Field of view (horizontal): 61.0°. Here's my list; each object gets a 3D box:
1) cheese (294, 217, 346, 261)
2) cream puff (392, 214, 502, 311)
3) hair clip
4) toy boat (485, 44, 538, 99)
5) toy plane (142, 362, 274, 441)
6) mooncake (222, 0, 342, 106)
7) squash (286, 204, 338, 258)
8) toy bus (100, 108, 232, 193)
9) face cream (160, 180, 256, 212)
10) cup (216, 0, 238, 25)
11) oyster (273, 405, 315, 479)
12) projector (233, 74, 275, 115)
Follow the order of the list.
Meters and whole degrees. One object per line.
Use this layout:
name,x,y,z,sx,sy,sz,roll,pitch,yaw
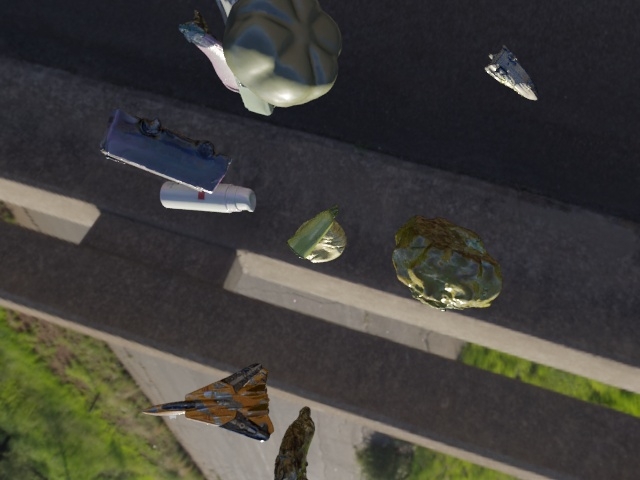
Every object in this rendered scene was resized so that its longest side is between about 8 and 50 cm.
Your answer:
cheese,0.000,0.000,2.497,0.226,0.117,0.214,-30,115,20
cream puff,0.290,0.068,1.291,0.282,0.282,0.185,20,112,-1
hair clip,-0.324,-0.599,1.784,0.110,0.095,0.358,-29,145,8
toy boat,0.578,-0.480,1.604,0.210,0.066,0.084,35,97,-22
toy plane,-0.284,0.425,1.386,0.316,0.204,0.103,-6,148,-7
mooncake,-0.072,-0.425,1.173,0.275,0.275,0.135,41,150,-26
squash,-0.015,-0.042,1.913,0.094,0.224,0.094,43,-178,-1
toy bus,-0.394,-0.226,1.406,0.317,0.137,0.112,21,178,-30
face cream,-0.389,-0.152,1.904,0.346,0.102,0.102,4,140,18
cup,-0.224,-0.846,1.628,0.254,0.253,0.371,8,131,14
oyster,-0.076,0.636,1.469,0.111,0.396,0.204,6,155,4
projector,-0.162,-0.531,1.623,0.099,0.256,0.192,16,163,11
